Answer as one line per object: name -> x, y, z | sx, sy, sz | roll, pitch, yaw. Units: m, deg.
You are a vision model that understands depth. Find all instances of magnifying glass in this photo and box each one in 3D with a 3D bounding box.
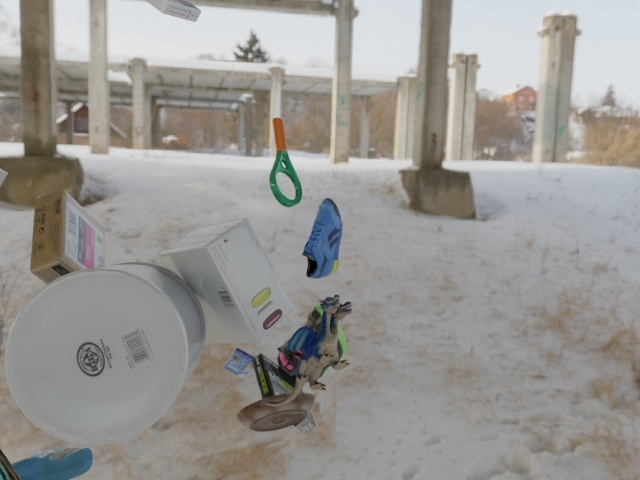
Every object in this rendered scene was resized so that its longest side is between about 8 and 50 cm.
magnifying glass -> -0.088, -0.184, 1.390 | 0.026, 0.230, 0.092 | -23, -26, 36

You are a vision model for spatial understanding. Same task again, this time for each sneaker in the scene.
sneaker -> 0.000, 0.000, 1.451 | 0.082, 0.209, 0.069 | -13, 31, -32
sneaker -> -0.045, 0.403, 2.121 | 0.202, 0.482, 0.185 | -22, 60, -30
sneaker -> -0.688, 0.568, 1.473 | 0.092, 0.087, 0.229 | -7, -10, 32

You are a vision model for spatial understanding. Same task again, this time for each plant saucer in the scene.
plant saucer -> -0.105, 0.425, 1.449 | 0.199, 0.036, 0.198 | -13, -32, -8

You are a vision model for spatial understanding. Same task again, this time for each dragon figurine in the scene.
dragon figurine -> -0.018, 0.250, 1.326 | 0.085, 0.289, 0.144 | 25, 28, -28

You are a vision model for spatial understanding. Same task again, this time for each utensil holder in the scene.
utensil holder -> -0.406, 0.204, 1.190 | 0.328, 0.327, 0.385 | 1, -2, -7

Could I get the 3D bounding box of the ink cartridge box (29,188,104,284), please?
ink cartridge box -> -0.637, 0.019, 1.513 | 0.088, 0.234, 0.193 | -20, -35, 6

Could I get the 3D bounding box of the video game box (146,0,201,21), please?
video game box -> -0.481, -0.729, 1.754 | 0.205, 0.048, 0.187 | 38, 23, 8

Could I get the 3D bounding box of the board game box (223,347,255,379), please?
board game box -> -0.270, 0.420, 2.025 | 0.090, 0.090, 0.020 | 31, 24, -10

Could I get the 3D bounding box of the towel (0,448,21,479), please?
towel -> -0.713, 0.507, 1.241 | 0.370, 0.271, 0.040 | 32, 26, 33

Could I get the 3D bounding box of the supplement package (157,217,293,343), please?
supplement package -> -0.226, 0.101, 1.432 | 0.204, 0.261, 0.145 | -9, 24, 43

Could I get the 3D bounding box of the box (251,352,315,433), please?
box -> -0.106, 0.433, 1.688 | 0.190, 0.045, 0.184 | 45, 11, -33

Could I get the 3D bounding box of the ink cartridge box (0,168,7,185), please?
ink cartridge box -> -0.997, -0.156, 1.656 | 0.128, 0.176, 0.127 | 27, -5, 4
